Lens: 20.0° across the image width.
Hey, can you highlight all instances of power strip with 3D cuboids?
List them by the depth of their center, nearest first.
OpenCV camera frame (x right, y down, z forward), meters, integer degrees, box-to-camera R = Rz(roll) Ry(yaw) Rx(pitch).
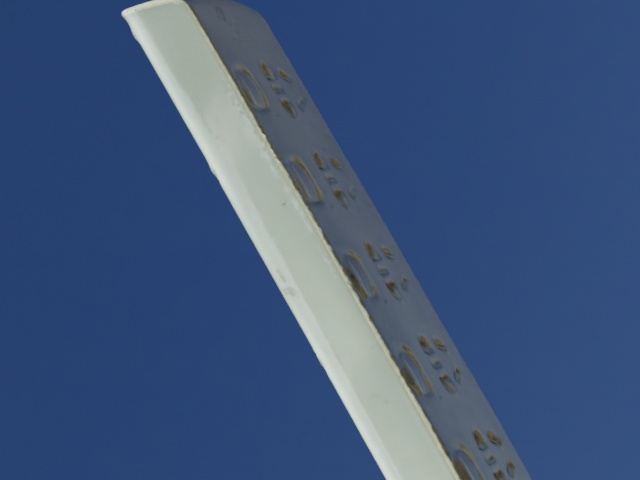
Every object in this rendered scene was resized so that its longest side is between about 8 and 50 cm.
[{"bbox_3d":[0.000,0.000,0.601,0.027,0.253,0.060,-33,-9,21],"label":"power strip"}]
